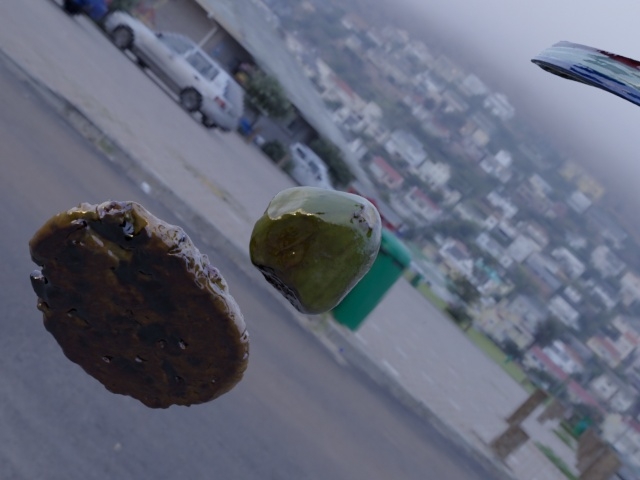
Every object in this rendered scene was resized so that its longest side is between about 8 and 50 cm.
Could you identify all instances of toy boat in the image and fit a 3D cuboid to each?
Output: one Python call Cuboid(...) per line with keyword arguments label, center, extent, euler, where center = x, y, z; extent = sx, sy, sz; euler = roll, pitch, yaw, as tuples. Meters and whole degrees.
Cuboid(label="toy boat", center=(0.297, -0.170, 1.041), extent=(0.080, 0.046, 0.229), euler=(20, 11, -23))

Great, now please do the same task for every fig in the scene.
Cuboid(label="fig", center=(0.000, 0.000, 1.202), extent=(0.144, 0.165, 0.154), euler=(41, 34, -33))

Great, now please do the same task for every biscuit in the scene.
Cuboid(label="biscuit", center=(-0.241, 0.086, 1.347), extent=(0.334, 0.289, 0.081), euler=(60, 32, -24))
